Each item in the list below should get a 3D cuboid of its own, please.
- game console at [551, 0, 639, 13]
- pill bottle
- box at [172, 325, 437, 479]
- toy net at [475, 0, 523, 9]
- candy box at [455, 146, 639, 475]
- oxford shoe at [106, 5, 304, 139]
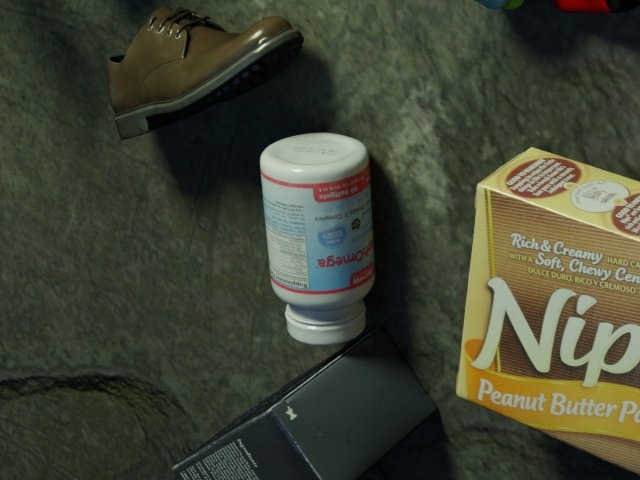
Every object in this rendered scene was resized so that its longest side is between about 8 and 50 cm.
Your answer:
[{"bbox_3d":[0.196,-0.225,0.840,0.124,0.085,0.144,-154,47,-68],"label":"game console"},{"bbox_3d":[0.000,0.000,1.073,0.087,0.087,0.160,14,121,35],"label":"pill bottle"},{"bbox_3d":[-0.013,0.169,1.124,0.093,0.156,0.158,55,135,2],"label":"box"},{"bbox_3d":[0.124,-0.244,0.826,0.232,0.045,0.122,123,140,-64],"label":"toy net"},{"bbox_3d":[0.251,0.073,0.896,0.316,0.087,0.182,22,125,31],"label":"candy box"},{"bbox_3d":[-0.108,-0.152,1.091,0.227,0.083,0.096,-13,98,42],"label":"oxford shoe"}]
